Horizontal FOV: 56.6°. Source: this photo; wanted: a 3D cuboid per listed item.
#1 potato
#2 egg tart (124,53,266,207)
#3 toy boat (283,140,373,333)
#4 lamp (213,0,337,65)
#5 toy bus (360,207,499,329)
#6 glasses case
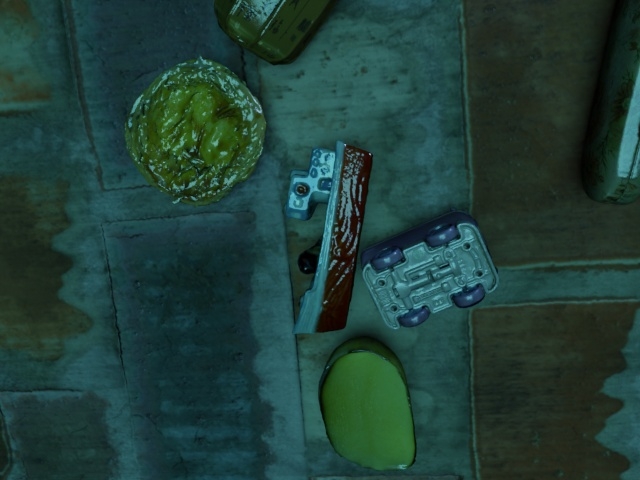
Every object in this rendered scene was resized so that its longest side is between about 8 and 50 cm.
[{"bbox_3d":[0.088,0.277,1.065,0.160,0.111,0.271,-7,115,15],"label":"potato"},{"bbox_3d":[-0.208,-0.186,1.009,0.232,0.098,0.252,16,107,-4],"label":"egg tart"},{"bbox_3d":[0.000,0.000,0.996,0.133,0.145,0.331,9,97,5],"label":"toy boat"},{"bbox_3d":[-0.064,-0.377,0.920,0.161,0.161,0.185,35,105,-2],"label":"lamp"},{"bbox_3d":[0.179,0.043,0.987,0.202,0.142,0.142,-23,99,12],"label":"toy bus"},{"bbox_3d":[0.474,-0.263,0.880,0.098,0.156,0.425,9,103,6],"label":"glasses case"}]
